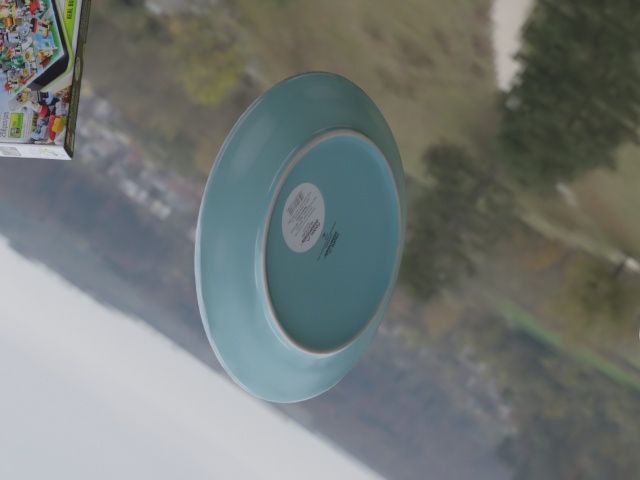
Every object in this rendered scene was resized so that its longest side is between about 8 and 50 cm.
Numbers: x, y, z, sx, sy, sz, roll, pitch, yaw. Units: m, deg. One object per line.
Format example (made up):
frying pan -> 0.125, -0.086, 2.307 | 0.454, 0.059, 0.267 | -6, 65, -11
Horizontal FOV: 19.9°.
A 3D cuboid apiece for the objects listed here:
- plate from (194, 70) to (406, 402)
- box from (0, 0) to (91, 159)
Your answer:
plate -> 0.000, 0.000, 1.018 | 0.024, 0.188, 0.188 | 10, 161, 37
box -> -0.269, -0.177, 1.637 | 0.114, 0.207, 0.036 | 3, 164, 5
